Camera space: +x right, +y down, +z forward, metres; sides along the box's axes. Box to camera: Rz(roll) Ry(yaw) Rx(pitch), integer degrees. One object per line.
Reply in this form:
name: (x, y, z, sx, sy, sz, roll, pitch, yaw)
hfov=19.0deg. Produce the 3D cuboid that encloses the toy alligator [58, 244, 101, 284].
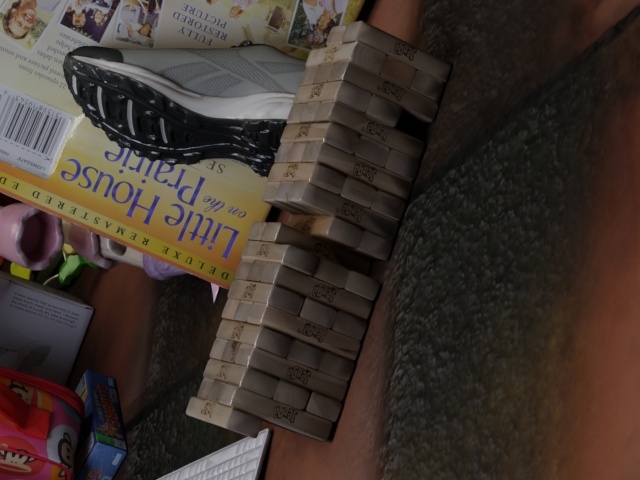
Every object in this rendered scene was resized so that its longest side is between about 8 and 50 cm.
toy alligator: (-0.244, -0.033, 2.169, 0.051, 0.056, 0.189, 21, 88, 26)

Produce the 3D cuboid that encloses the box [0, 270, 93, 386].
box: (-0.423, 0.133, 2.149, 0.127, 0.262, 0.231, 15, 86, 68)

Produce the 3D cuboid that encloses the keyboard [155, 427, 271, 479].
keyboard: (-0.111, 0.225, 1.687, 0.256, 0.014, 0.072, -31, 43, 56)

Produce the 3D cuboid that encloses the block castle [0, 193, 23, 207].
block castle: (-0.571, 0.037, 2.426, 0.213, 0.303, 0.453, -56, 12, 43)

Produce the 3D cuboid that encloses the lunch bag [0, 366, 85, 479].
lunch bag: (-0.390, 0.186, 1.888, 0.258, 0.293, 0.120, -40, 36, 49)

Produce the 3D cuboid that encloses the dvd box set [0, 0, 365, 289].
dvd box set: (-0.131, -0.202, 1.728, 0.062, 0.308, 0.420, -105, 39, -79)

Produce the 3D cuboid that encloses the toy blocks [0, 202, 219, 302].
toy blocks: (-0.167, -0.104, 1.903, 0.260, 0.309, 0.288, 13, 94, 35)

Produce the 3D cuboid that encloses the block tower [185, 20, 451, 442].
block tower: (0.000, 0.000, 1.532, 0.091, 0.097, 0.335, 2, 71, 67)

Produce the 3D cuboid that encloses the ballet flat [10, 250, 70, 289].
ballet flat: (-0.299, -0.007, 2.255, 0.231, 0.077, 0.077, -54, 48, 39)

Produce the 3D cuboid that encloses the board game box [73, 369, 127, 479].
board game box: (-0.265, 0.252, 1.981, 0.201, 0.035, 0.136, -60, 24, 22)

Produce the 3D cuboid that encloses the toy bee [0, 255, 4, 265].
toy bee: (-0.411, 0.043, 1.971, 0.298, 0.162, 0.195, -38, 60, 36)

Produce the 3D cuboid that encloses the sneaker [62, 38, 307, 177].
sneaker: (-0.092, -0.127, 1.673, 0.100, 0.272, 0.108, 92, -168, -54)
